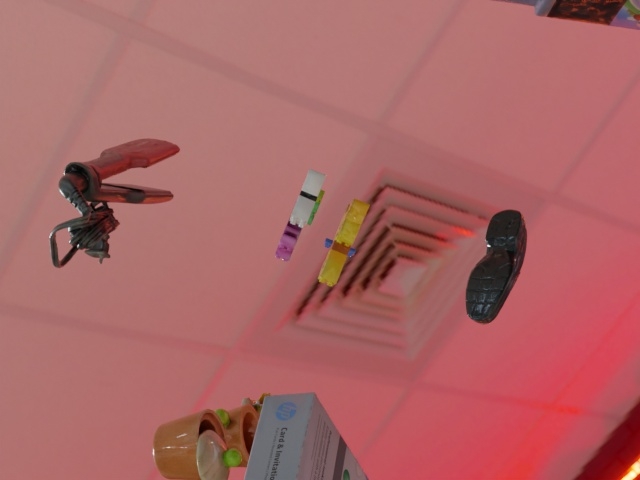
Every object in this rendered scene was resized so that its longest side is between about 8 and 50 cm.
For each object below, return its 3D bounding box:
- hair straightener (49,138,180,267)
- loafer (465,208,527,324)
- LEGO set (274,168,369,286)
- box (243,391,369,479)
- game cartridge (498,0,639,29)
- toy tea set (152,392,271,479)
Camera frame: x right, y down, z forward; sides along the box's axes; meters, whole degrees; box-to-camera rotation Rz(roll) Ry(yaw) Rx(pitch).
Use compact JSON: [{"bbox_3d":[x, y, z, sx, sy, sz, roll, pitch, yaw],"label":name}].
[{"bbox_3d":[-0.151,-0.022,0.805,0.047,0.230,0.089,9,-79,2],"label":"hair straightener"},{"bbox_3d":[0.238,0.042,1.419,0.061,0.062,0.170,52,-126,-41],"label":"loafer"},{"bbox_3d":[0.000,0.000,1.222,0.087,0.227,0.093,22,-100,-1],"label":"LEGO set"},{"bbox_3d":[0.002,0.207,0.673,0.038,0.145,0.186,-7,-46,22],"label":"box"},{"bbox_3d":[0.344,-0.259,1.008,0.355,0.068,0.230,8,-16,0],"label":"game cartridge"},{"bbox_3d":[-0.062,0.270,1.235,0.124,0.200,0.336,-12,-10,17],"label":"toy tea set"}]
